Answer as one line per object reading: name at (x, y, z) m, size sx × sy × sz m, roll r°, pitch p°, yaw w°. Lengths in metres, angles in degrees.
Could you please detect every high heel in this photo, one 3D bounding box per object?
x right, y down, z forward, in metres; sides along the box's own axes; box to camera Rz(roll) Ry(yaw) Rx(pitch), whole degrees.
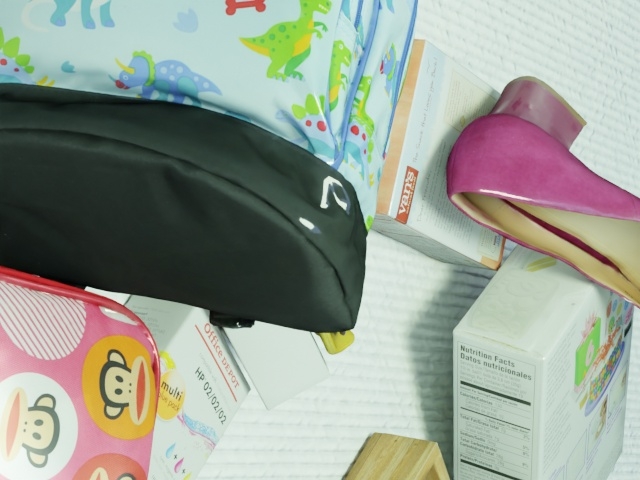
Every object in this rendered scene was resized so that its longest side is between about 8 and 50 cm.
high heel at (0.264, 0.029, 1.498) m, size 0.377 × 0.127 × 0.181 m, roll 39°, pitch 43°, yaw -2°

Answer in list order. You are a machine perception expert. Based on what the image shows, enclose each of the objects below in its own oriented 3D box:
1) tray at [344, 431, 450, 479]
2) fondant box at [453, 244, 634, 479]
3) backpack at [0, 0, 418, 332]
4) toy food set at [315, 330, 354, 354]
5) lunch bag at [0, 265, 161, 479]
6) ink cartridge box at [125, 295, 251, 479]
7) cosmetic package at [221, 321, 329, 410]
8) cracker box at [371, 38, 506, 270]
tray at (0.007, 0.383, 1.467) m, size 0.411 × 0.076 × 0.203 m, roll -55°, pitch 138°, yaw -39°
fondant box at (0.221, 0.155, 1.685) m, size 0.238 × 0.096 × 0.330 m, roll -49°, pitch 147°, yaw -42°
backpack at (-0.065, -0.160, 1.059) m, size 0.273 × 0.290 × 0.355 m, roll 85°, pitch 24°, yaw -49°
toy food set at (0.000, 0.000, 1.297) m, size 0.128 × 0.071 × 0.218 m, roll 62°, pitch -3°, yaw 27°
lunch bag at (-0.228, 0.154, 0.977) m, size 0.258 × 0.120 × 0.293 m, roll 20°, pitch 70°, yaw -41°
ink cartridge box at (-0.114, 0.108, 1.230) m, size 0.181 × 0.061 × 0.104 m, roll -59°, pitch 141°, yaw -34°
cosmetic package at (-0.069, 0.005, 1.238) m, size 0.060 × 0.099 × 0.239 m, roll -29°, pitch 131°, yaw -6°
cracker box at (0.102, -0.073, 1.534) m, size 0.232 × 0.067 × 0.156 m, roll 25°, pitch 76°, yaw -58°
